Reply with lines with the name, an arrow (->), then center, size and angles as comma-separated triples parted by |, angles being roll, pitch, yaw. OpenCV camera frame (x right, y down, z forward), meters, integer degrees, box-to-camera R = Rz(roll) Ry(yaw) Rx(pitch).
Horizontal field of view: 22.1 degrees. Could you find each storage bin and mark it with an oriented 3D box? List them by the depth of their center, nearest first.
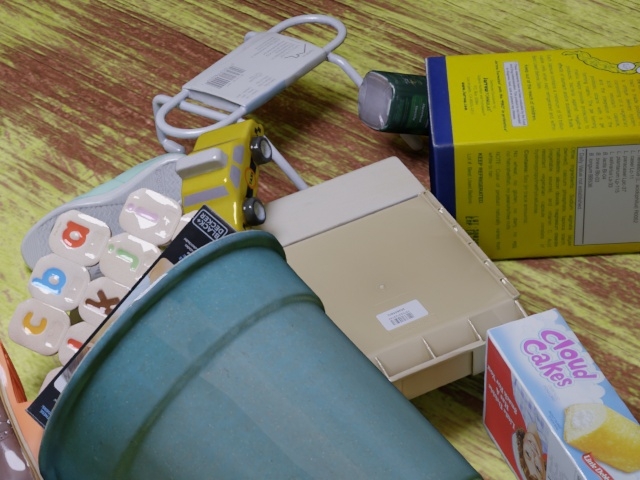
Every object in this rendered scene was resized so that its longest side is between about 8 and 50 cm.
storage bin -> 0.075, 0.095, 1.918 | 0.262, 0.123, 0.260 | -20, 44, -17

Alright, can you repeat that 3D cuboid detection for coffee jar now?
coffee jar -> 0.149, -0.181, 2.212 | 0.184, 0.079, 0.096 | 2, 16, -28

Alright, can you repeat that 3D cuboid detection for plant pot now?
plant pot -> -0.042, 0.225, 1.622 | 0.334, 0.341, 0.341 | 41, 57, 21

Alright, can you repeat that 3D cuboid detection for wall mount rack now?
wall mount rack -> -0.046, -0.170, 2.232 | 0.304, 0.131, 0.350 | 21, 45, 32

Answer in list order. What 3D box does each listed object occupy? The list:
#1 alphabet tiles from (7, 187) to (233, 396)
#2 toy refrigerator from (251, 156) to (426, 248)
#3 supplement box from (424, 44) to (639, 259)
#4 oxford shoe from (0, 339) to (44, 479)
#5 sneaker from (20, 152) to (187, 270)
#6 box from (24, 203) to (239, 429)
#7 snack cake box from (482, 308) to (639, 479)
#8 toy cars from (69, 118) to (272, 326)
alphabet tiles -> -0.209, 0.090, 1.887 | 0.278, 0.021, 0.284 | 22, 84, 14
toy refrigerator -> 0.000, 0.000, 2.049 | 0.269, 0.102, 0.094 | -21, 43, -18
supplement box -> 0.315, -0.112, 2.074 | 0.356, 0.194, 0.195 | -3, 41, 2
oxford shoe -> -0.397, 0.189, 1.861 | 0.132, 0.130, 0.364 | -28, 43, -12
sneaker -> -0.264, -0.033, 2.148 | 0.255, 0.094, 0.151 | -27, 6, 4
box -> -0.173, 0.110, 1.780 | 0.087, 0.169, 0.290 | 41, 86, 13
snack cake box -> 0.265, 0.218, 1.732 | 0.089, 0.152, 0.264 | -17, 43, -13
toy cars -> -0.192, 0.004, 1.964 | 0.394, 0.087, 0.176 | -51, 45, -7
